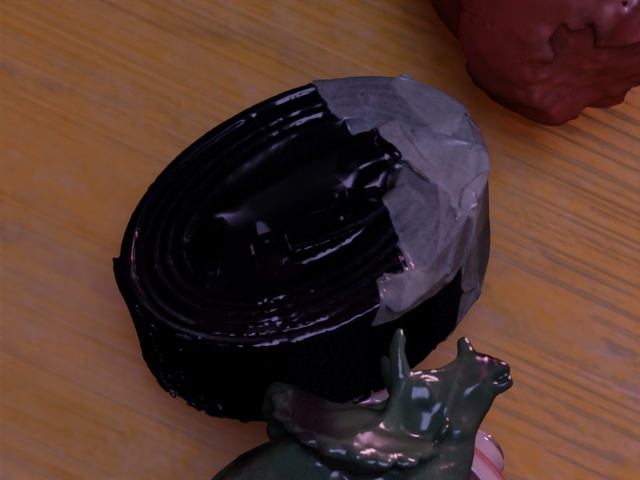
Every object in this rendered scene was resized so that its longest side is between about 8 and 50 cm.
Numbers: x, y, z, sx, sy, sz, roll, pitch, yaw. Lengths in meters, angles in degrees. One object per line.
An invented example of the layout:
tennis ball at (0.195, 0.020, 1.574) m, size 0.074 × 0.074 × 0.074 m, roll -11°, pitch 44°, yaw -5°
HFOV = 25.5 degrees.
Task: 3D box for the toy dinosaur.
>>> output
toy dinosaur at (-0.018, 0.153, 0.580) m, size 0.120 × 0.079 × 0.292 m, roll 33°, pitch 69°, yaw 12°

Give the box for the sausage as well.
sausage at (0.111, -0.201, 0.749) m, size 0.152 × 0.152 × 0.280 m, roll -8°, pitch 73°, yaw -9°

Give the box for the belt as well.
belt at (0.000, 0.000, 0.689) m, size 0.198 × 0.078 × 0.151 m, roll -36°, pitch 52°, yaw -21°

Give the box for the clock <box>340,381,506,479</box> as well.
clock at (0.030, 0.154, 0.680) m, size 0.166 × 0.093 × 0.162 m, roll 41°, pitch 65°, yaw 12°
